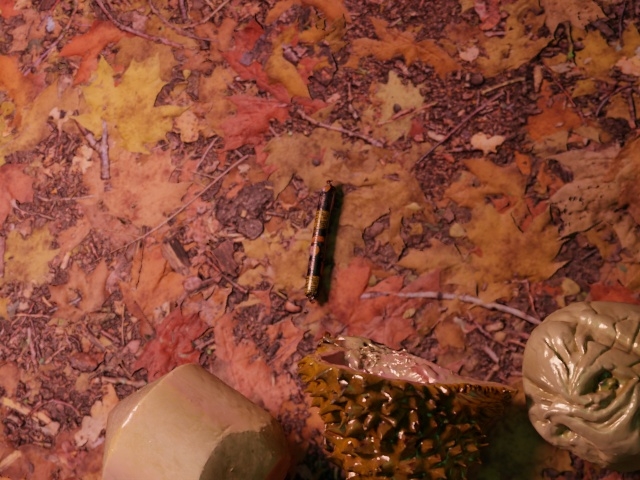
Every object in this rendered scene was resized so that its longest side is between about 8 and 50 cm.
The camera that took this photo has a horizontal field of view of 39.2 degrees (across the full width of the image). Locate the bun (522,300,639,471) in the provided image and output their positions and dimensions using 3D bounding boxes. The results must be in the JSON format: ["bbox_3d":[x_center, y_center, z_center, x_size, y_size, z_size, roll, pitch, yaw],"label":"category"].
[{"bbox_3d":[0.368,0.183,1.156,0.229,0.145,0.229,-3,81,20],"label":"bun"}]

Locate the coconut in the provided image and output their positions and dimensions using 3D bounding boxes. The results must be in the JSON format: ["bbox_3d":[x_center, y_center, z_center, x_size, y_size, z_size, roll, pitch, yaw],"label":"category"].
[{"bbox_3d":[-0.183,0.294,1.222,0.244,0.239,0.239,32,83,16],"label":"coconut"}]

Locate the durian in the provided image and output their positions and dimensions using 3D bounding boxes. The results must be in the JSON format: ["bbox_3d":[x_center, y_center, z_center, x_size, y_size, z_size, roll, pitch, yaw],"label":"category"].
[{"bbox_3d":[0.093,0.253,1.212,0.305,0.185,0.195,14,94,22],"label":"durian"}]

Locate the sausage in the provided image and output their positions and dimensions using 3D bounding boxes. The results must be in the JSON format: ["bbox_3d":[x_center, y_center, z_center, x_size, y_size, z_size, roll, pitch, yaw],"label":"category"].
[{"bbox_3d":[0.000,0.000,1.373,0.028,0.025,0.198,-15,62,58],"label":"sausage"}]
